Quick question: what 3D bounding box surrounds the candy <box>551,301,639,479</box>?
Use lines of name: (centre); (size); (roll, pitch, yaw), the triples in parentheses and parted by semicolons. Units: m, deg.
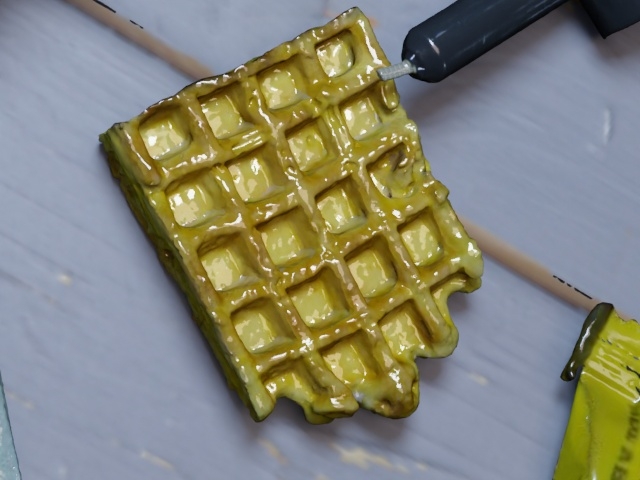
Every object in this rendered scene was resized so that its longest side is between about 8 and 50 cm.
candy: (0.163, 0.200, 1.052); (0.187, 0.081, 0.297); (31, 76, -14)

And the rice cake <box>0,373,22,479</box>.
rice cake: (-0.192, 0.060, 0.964); (0.063, 0.069, 0.206); (-12, 87, -18)

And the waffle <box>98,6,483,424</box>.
waffle: (0.000, 0.000, 1.035); (0.160, 0.055, 0.211); (-29, 93, -18)

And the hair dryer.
hair dryer: (0.107, -0.146, 1.062); (0.219, 0.071, 0.124); (-36, 94, -27)
